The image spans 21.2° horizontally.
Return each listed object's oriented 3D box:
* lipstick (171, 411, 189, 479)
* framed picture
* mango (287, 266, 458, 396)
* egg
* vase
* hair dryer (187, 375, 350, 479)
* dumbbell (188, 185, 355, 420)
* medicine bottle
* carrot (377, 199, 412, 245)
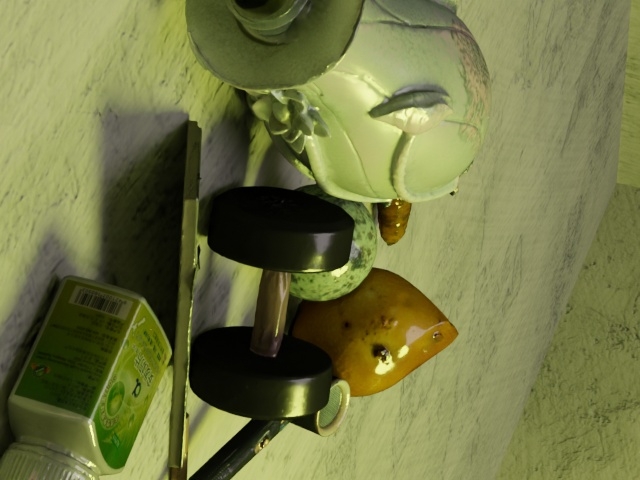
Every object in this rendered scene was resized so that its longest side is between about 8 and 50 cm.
[{"bbox_3d":[-0.151,0.226,1.837,0.019,0.019,0.094,-48,147,-55],"label":"lipstick"},{"bbox_3d":[-0.128,0.048,1.645,0.209,0.019,0.281,-99,-167,-67],"label":"framed picture"},{"bbox_3d":[0.038,0.109,2.041,0.166,0.136,0.236,-41,-166,-12],"label":"mango"},{"bbox_3d":[0.000,0.000,1.944,0.172,0.132,0.132,-52,152,-77],"label":"egg"},{"bbox_3d":[0.028,-0.184,1.727,0.445,0.250,0.250,30,74,-66],"label":"vase"},{"bbox_3d":[-0.090,0.214,1.901,0.255,0.128,0.070,-38,137,-40],"label":"hair dryer"},{"bbox_3d":[-0.053,0.065,1.801,0.152,0.153,0.218,-30,130,-66],"label":"dumbbell"},{"bbox_3d":[-0.209,0.143,1.490,0.132,0.088,0.188,75,33,-62],"label":"medicine bottle"},{"bbox_3d":[0.104,-0.122,2.269,0.066,0.066,0.314,-54,152,-49],"label":"carrot"}]
